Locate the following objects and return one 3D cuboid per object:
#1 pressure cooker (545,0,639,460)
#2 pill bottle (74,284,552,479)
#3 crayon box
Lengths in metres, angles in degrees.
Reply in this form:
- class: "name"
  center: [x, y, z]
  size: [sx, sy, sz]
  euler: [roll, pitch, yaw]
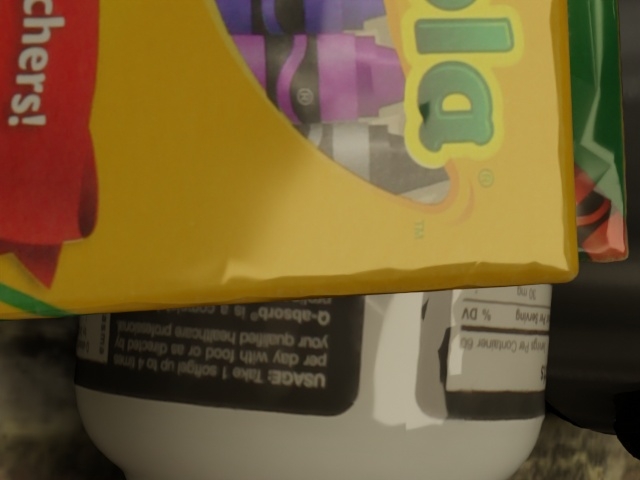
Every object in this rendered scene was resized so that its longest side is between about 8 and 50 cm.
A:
- class: "pressure cooker"
  center: [0.291, -0.074, 0.661]
  size: [0.370, 0.420, 0.376]
  euler: [-50, 129, -39]
- class: "pill bottle"
  center: [0.000, 0.000, 0.504]
  size: [0.162, 0.162, 0.279]
  euler: [7, 87, -52]
- class: "crayon box"
  center: [-0.054, -0.083, 0.360]
  size: [0.318, 0.081, 0.202]
  euler: [-4, 91, -18]
